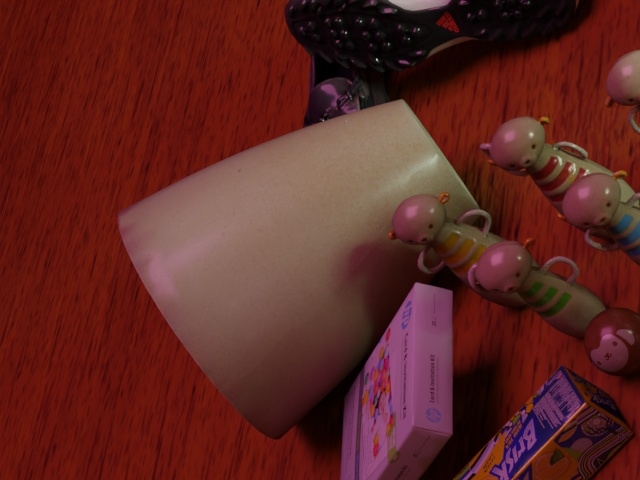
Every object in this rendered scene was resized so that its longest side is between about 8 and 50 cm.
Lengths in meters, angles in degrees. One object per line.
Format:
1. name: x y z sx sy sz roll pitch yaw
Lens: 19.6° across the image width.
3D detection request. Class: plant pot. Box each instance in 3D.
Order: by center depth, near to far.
1. plant pot: 0.000 0.000 1.699 0.274 0.256 0.256 -35 34 5

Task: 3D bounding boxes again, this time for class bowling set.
1. bowling set: 0.203 -0.006 1.461 0.287 0.154 0.200 -42 34 25

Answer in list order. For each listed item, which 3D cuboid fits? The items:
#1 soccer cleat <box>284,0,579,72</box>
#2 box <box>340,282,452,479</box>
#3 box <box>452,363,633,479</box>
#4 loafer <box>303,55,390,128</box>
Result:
1. soccer cleat: 0.114 -0.246 1.817 0.318 0.109 0.116 -7 43 32
2. box: 0.063 0.148 1.570 0.186 0.038 0.145 120 159 -49
3. box: 0.160 0.182 1.447 0.169 0.059 0.054 -48 31 16
4. loafer: 0.016 -0.152 1.917 0.109 0.095 0.302 -32 39 36
